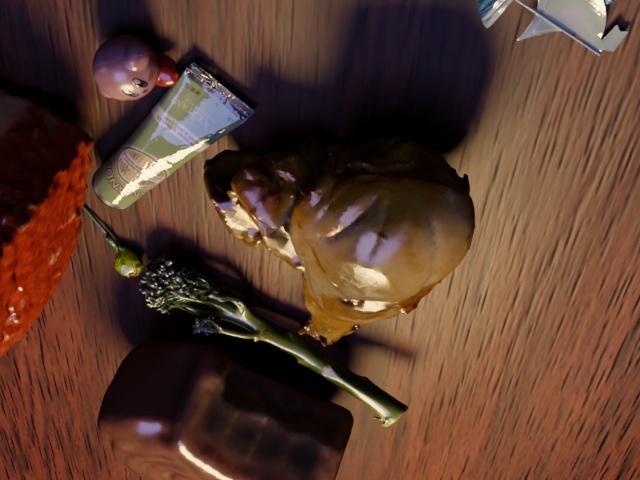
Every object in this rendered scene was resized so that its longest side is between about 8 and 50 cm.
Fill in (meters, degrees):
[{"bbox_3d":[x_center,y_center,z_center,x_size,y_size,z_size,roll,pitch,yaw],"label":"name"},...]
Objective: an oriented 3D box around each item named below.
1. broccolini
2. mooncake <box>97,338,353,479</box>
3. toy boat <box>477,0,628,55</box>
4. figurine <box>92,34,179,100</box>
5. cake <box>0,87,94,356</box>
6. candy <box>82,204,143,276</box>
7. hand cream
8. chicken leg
[{"bbox_3d":[-0.062,0.142,1.238,0.392,0.074,0.079,33,176,-6],"label":"broccolini"},{"bbox_3d":[-0.122,0.270,1.306,0.334,0.174,0.326,3,149,35],"label":"mooncake"},{"bbox_3d":[0.214,-0.217,0.857,0.149,0.034,0.105,16,139,-1],"label":"toy boat"},{"bbox_3d":[-0.201,-0.176,0.985,0.083,0.071,0.067,-29,81,27],"label":"figurine"},{"bbox_3d":[-0.453,-0.024,1.061,0.320,0.269,0.270,24,138,1],"label":"cake"},{"bbox_3d":[-0.268,-0.002,1.217,0.035,0.035,0.123,-32,116,1],"label":"candy"},{"bbox_3d":[-0.181,-0.106,1.069,0.086,0.055,0.235,37,129,-26],"label":"hand cream"},{"bbox_3d":[0.000,0.000,1.080,0.295,0.182,0.409,24,153,3],"label":"chicken leg"}]
